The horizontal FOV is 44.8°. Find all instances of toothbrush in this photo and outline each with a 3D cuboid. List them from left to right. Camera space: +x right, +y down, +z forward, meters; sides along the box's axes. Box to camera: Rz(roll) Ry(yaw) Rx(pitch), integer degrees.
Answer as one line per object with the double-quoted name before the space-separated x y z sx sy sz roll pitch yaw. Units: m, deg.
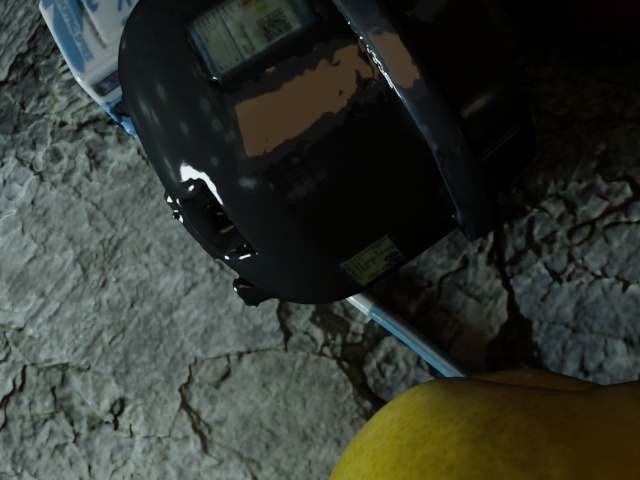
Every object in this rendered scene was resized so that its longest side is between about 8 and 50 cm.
"toothbrush" 0.124 0.114 0.578 0.276 0.019 0.025 39 86 19

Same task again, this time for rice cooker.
"rice cooker" 0.003 -0.089 0.532 0.224 0.267 0.267 -32 73 5

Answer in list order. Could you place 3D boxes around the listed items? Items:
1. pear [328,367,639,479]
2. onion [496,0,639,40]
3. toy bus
"pear" 0.124 0.219 0.412 0.314 0.314 0.314 -3 78 15
"onion" 0.240 -0.309 0.465 0.385 0.348 0.347 -17 75 13
"toy bus" -0.074 -0.213 0.638 0.297 0.131 0.106 -32 72 6
